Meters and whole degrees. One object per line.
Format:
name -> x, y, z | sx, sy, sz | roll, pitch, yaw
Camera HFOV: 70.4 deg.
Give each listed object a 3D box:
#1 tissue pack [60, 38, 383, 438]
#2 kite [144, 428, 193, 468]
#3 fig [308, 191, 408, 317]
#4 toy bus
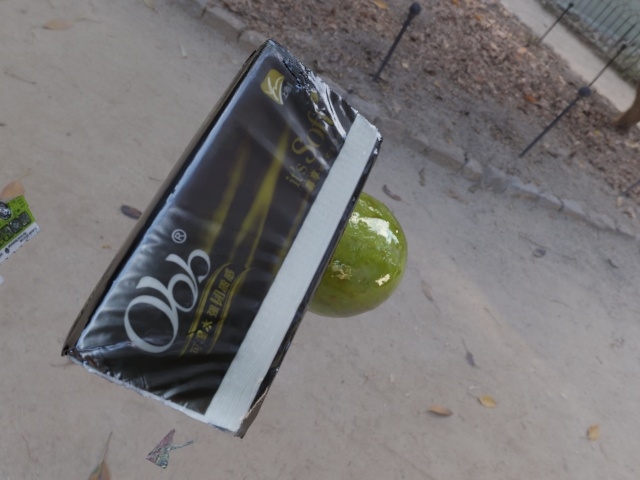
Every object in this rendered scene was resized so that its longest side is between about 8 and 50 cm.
tissue pack -> -0.094, -0.006, 0.518 | 0.198, 0.210, 0.369 | 32, 70, -16
kite -> -0.437, 0.605, 1.316 | 0.011, 0.139, 0.157 | 26, 13, 39
fig -> 0.000, 0.000, 0.861 | 0.326, 0.258, 0.258 | 31, 44, -22
toy bus -> -0.692, 0.014, 0.919 | 0.113, 0.139, 0.301 | -13, 27, 2
